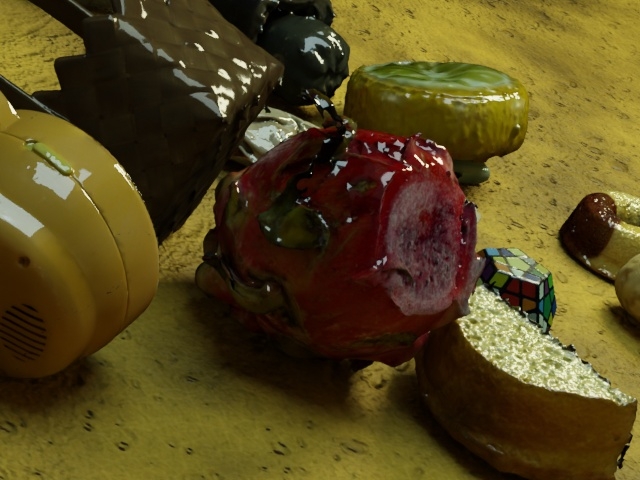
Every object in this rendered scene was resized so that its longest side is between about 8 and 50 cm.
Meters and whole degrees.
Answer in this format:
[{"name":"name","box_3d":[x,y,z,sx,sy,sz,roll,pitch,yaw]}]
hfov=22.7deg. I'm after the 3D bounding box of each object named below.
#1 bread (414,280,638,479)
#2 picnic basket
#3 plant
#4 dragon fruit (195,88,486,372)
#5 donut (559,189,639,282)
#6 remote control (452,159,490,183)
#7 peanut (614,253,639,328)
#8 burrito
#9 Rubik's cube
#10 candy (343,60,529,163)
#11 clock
[{"name":"bread","box_3d":[0.185,0.155,1.609,0.260,0.129,0.134,37,37,28]},{"name":"picnic basket","box_3d":[-0.240,-0.153,1.657,0.321,0.291,0.254,37,28,0]},{"name":"plant","box_3d":[-0.068,-0.284,2.208,0.256,0.142,0.164,35,27,30]},{"name":"dragon fruit","box_3d":[0.000,0.000,1.617,0.291,0.250,0.269,3,-10,44]},{"name":"donut","box_3d":[0.413,-0.008,2.156,0.166,0.073,0.184,37,28,31]},{"name":"remote control","box_3d":[0.154,-0.107,2.178,0.166,0.029,0.065,2,34,-36]},{"name":"peanut","box_3d":[0.455,0.069,2.002,0.159,0.109,0.140,3,33,-32]},{"name":"burrito","box_3d":[0.013,-0.087,1.975,0.392,0.076,0.117,23,27,-2]},{"name":"Rubik's cube","box_3d":[0.202,0.071,1.793,0.112,0.133,0.133,-36,58,-27]},{"name":"candy","box_3d":[0.157,-0.178,2.173,0.260,0.118,0.260,3,15,-1]},{"name":"clock","box_3d":[-0.303,-0.012,1.421,0.317,0.244,0.200,34,48,10]}]
